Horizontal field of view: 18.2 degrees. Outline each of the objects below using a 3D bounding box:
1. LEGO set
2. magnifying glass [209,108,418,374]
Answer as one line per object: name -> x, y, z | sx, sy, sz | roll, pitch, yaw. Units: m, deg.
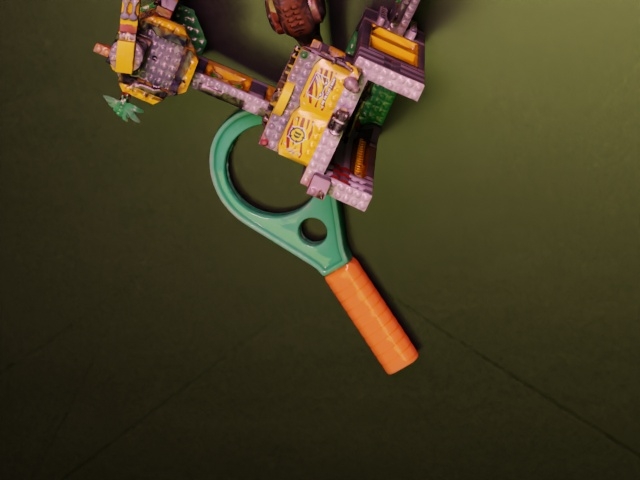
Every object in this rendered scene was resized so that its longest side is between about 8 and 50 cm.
LEGO set -> -0.008, -0.179, 1.336 | 0.255, 0.192, 0.331 | 32, 107, -7
magnifying glass -> 0.000, 0.000, 1.504 | 0.092, 0.026, 0.231 | -31, 101, 19
